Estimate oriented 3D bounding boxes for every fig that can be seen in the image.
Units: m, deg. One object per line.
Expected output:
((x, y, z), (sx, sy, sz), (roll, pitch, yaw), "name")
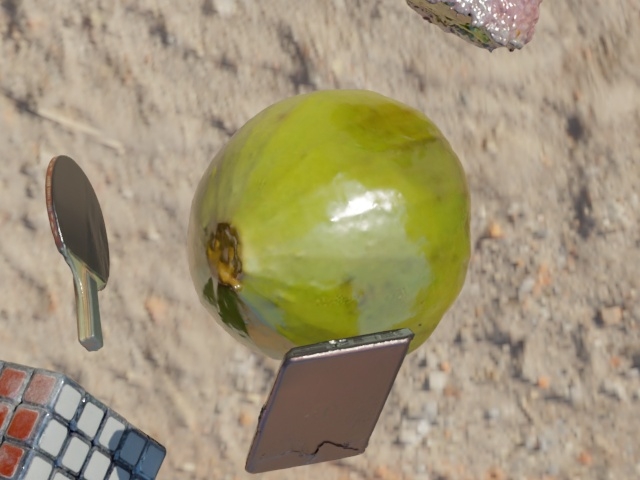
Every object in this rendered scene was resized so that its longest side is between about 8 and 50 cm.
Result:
((-0.002, -0.011, 1.777), (0.343, 0.343, 0.343), (2, 123, 2), "fig")

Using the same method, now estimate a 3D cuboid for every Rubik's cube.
((-0.364, 0.283, 1.847), (0.237, 0.238, 0.237), (10, 159, 35), "Rubik's cube")

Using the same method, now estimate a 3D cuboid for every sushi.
((0.141, -0.302, 1.778), (0.241, 0.161, 0.107), (27, 88, -15), "sushi")

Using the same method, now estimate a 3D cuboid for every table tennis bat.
((-0.246, 0.011, 1.606), (0.019, 0.220, 0.130), (-18, 149, 12), "table tennis bat")

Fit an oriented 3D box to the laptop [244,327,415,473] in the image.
((0.005, 0.170, 1.645), (0.154, 0.026, 0.207), (-7, 141, -23), "laptop")
